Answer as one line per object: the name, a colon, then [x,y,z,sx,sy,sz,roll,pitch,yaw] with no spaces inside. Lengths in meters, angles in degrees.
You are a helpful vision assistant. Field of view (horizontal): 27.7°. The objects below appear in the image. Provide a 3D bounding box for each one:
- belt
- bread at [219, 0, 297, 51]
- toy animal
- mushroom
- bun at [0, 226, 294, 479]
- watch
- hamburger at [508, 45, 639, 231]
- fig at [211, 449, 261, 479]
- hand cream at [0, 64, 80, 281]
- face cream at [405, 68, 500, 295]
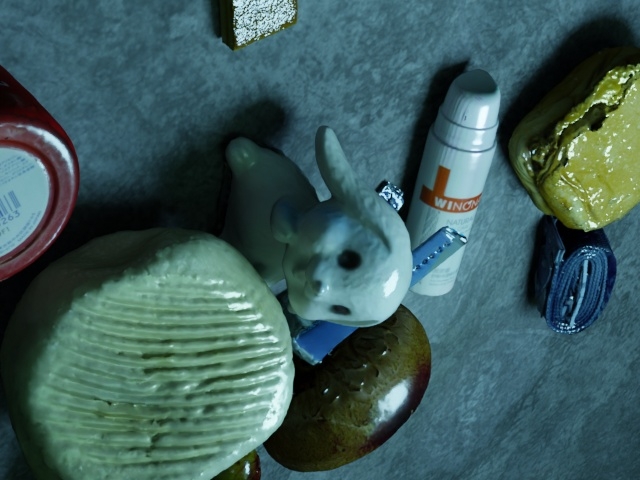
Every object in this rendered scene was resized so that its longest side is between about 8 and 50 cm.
belt: [0.435,0.048,2.252,0.122,0.128,0.218,-2,132,-7]
bread: [-0.073,-0.278,1.520,0.094,0.035,0.090,-28,139,-25]
toy animal: [-0.011,0.004,1.662,0.174,0.289,0.249,-17,154,-37]
mushroom: [0.029,0.206,1.901,0.297,0.278,0.163,-45,104,-18]
bun: [-0.218,0.156,1.577,0.349,0.227,0.352,7,91,-23]
watch: [0.060,0.061,1.781,0.068,0.276,0.274,42,91,-20]
hamburger: [0.438,-0.167,2.021,0.319,0.158,0.318,-26,138,-26]
fig: [-0.139,0.353,1.996,0.098,0.082,0.084,-12,162,9]
hand cream: [-0.370,-0.070,1.322,0.230,0.149,0.230,-27,141,-24]
face cream: [0.189,-0.081,1.901,0.102,0.102,0.345,-17,134,-34]
